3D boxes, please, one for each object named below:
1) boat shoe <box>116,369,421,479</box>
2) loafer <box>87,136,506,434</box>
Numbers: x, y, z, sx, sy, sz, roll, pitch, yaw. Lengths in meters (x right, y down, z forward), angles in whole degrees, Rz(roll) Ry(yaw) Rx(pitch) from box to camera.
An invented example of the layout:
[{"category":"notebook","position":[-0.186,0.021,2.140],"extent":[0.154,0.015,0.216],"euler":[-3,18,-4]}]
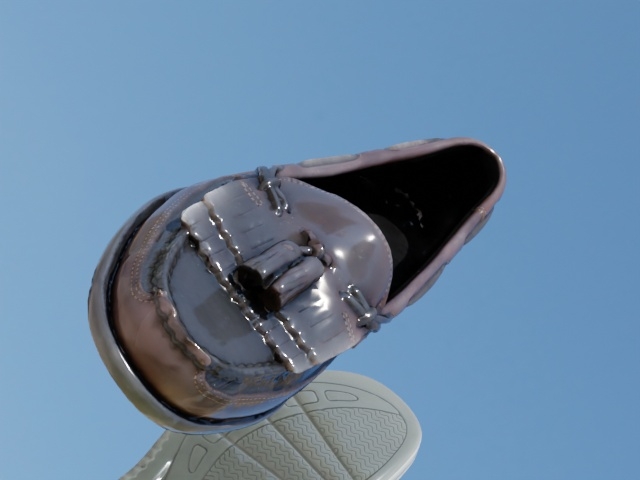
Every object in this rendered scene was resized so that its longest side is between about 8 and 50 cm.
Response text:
[{"category":"boat shoe","position":[-0.075,0.189,1.245],"extent":[0.118,0.320,0.103],"euler":[44,-31,25]},{"category":"loafer","position":[0.000,0.000,0.893],"extent":[0.095,0.302,0.109],"euler":[-34,-93,25]}]
